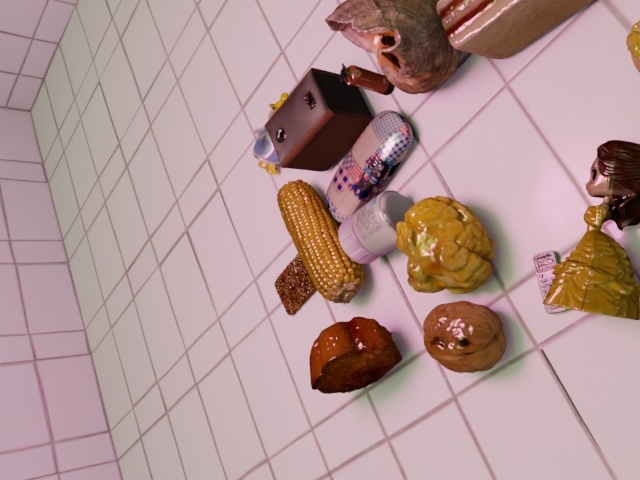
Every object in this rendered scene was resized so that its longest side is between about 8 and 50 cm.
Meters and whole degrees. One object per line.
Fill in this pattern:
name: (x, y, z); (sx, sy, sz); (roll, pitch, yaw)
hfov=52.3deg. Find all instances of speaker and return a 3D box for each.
speaker: (-0.005, -0.307, 1.707); (0.231, 0.193, 0.153); (-43, 60, 40)

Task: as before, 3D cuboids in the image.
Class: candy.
candy: (0.405, -0.491, 1.267); (0.321, 0.180, 0.135); (-33, 65, 42)

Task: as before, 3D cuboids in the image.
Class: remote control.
remote control: (0.464, 0.084, 1.312); (0.053, 0.018, 0.124); (-21, 74, 45)

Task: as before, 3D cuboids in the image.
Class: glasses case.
glasses case: (0.117, -0.182, 1.655); (0.327, 0.076, 0.125); (-55, 54, 32)

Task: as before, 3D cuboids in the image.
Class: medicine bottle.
medicine bottle: (0.140, -0.029, 1.586); (0.168, 0.135, 0.135); (-37, 63, 41)

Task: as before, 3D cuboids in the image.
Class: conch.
conch: (0.168, -0.465, 1.418); (0.297, 0.352, 0.209); (24, 92, 9)

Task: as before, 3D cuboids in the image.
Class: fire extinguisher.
fire extinguisher: (0.107, -0.393, 1.594); (0.050, 0.177, 0.062); (-29, 67, 43)

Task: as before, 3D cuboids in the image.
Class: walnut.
walnut: (0.302, 0.206, 1.398); (0.184, 0.155, 0.155); (-6, 85, 43)

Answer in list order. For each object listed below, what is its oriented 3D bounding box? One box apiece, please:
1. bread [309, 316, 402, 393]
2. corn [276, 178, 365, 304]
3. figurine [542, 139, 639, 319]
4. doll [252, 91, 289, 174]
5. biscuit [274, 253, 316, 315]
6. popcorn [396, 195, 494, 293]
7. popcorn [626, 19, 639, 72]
bread: (0.082, 0.289, 1.590); (0.246, 0.232, 0.135); (109, 151, -52)
corn: (0.000, 0.000, 1.742); (0.144, 0.144, 0.387); (-52, 49, 34)
figurine: (0.509, -0.025, 1.171); (0.168, 0.187, 0.315); (7, 86, 52)
doll: (-0.130, -0.314, 1.915); (0.241, 0.099, 0.135); (-66, 24, 22)
biscuit: (-0.055, 0.106, 1.878); (0.231, 0.025, 0.131); (-51, 55, 35)
popcorn: (0.269, 0.017, 1.435); (0.203, 0.226, 0.200); (95, -164, -65)
popcorn: (0.590, -0.326, 1.106); (0.126, 0.126, 0.145); (-40, 41, 52)
